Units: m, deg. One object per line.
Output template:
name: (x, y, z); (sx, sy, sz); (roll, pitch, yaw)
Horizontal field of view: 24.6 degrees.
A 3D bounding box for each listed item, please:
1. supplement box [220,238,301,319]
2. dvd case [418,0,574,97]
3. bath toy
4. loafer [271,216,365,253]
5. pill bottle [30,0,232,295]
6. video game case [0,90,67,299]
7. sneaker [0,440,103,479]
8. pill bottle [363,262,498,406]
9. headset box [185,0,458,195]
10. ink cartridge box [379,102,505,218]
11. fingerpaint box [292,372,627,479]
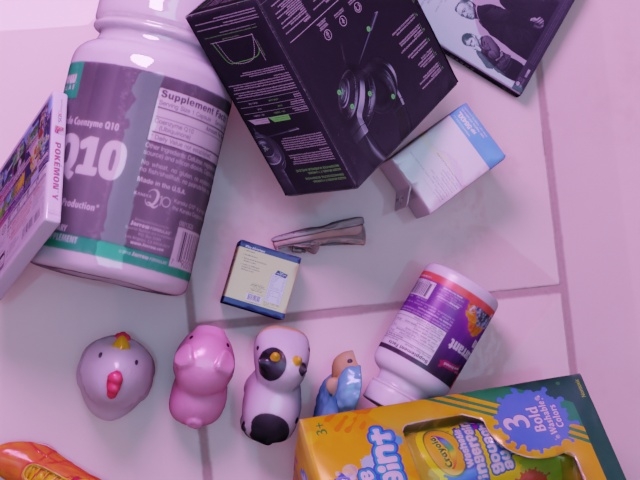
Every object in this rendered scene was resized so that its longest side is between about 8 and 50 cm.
supplement box: (-0.077, 0.051, 1.883); (0.083, 0.056, 0.083); (17, 84, -7)
dvd case: (0.208, -0.328, 1.963); (0.239, 0.029, 0.179); (31, 83, -5)
bath toy: (-0.129, 0.174, 1.833); (0.348, 0.129, 0.151); (7, 86, -7)
loafer: (0.000, 0.000, 1.906); (0.125, 0.045, 0.039); (-13, 95, -12)
pill bottle: (-0.223, -0.125, 1.800); (0.204, 0.204, 0.361); (13, 84, -7)
video game case: (-0.351, -0.051, 1.752); (0.023, 0.201, 0.183); (15, 54, -26)
sneaker: (-0.328, 0.296, 1.827); (0.175, 0.067, 0.064); (22, 85, -5)
pill bottle: (0.137, 0.136, 1.883); (0.108, 0.108, 0.193); (32, 83, -5)
headset box: (0.014, -0.223, 1.794); (0.246, 0.131, 0.283); (-48, 118, -36)
ink cartridge box: (0.149, -0.097, 1.908); (0.143, 0.092, 0.090); (-36, 92, -9)
fingerpaint box: (0.198, 0.398, 1.723); (0.371, 0.163, 0.445); (-8, 51, -12)
